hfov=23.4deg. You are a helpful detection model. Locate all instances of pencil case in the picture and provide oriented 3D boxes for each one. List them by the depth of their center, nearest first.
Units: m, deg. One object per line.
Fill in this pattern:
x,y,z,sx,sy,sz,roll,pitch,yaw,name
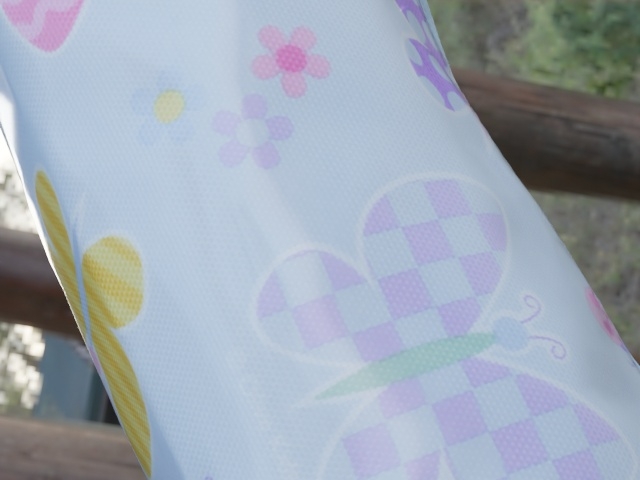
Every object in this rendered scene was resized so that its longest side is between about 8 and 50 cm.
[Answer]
0.000,0.000,0.370,0.273,0.124,0.113,65,156,17,pencil case
